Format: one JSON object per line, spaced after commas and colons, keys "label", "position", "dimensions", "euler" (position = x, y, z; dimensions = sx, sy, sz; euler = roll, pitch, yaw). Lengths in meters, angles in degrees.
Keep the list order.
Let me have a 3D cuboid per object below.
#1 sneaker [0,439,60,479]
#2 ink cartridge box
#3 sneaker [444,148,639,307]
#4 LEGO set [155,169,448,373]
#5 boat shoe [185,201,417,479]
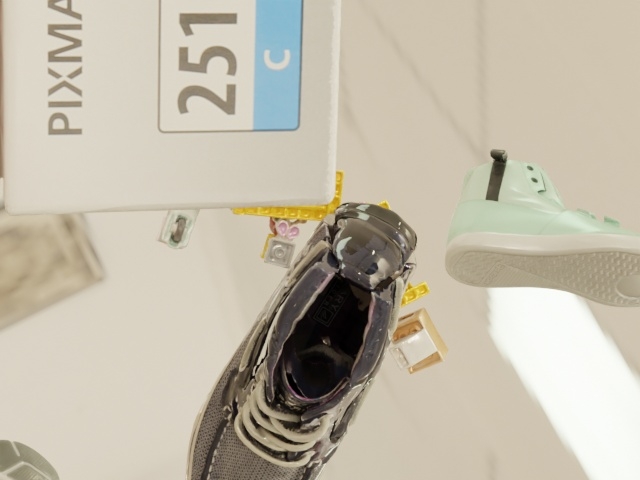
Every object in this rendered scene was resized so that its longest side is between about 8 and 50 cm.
{"label": "sneaker", "position": [-0.309, 0.213, 1.730], "dimensions": [0.061, 0.152, 0.054], "euler": [-60, -148, 32]}
{"label": "ink cartridge box", "position": [-0.122, -0.159, 0.759], "dimensions": [0.066, 0.261, 0.296], "euler": [-135, -135, -71]}
{"label": "sneaker", "position": [0.257, -0.021, 1.929], "dimensions": [0.094, 0.256, 0.151], "euler": [94, 4, -48]}
{"label": "LEGO set", "position": [0.000, 0.000, 1.709], "dimensions": [0.287, 0.132, 0.107], "euler": [28, 4, -13]}
{"label": "boat shoe", "position": [-0.033, 0.134, 1.599], "dimensions": [0.127, 0.340, 0.158], "euler": [24, 19, 2]}
